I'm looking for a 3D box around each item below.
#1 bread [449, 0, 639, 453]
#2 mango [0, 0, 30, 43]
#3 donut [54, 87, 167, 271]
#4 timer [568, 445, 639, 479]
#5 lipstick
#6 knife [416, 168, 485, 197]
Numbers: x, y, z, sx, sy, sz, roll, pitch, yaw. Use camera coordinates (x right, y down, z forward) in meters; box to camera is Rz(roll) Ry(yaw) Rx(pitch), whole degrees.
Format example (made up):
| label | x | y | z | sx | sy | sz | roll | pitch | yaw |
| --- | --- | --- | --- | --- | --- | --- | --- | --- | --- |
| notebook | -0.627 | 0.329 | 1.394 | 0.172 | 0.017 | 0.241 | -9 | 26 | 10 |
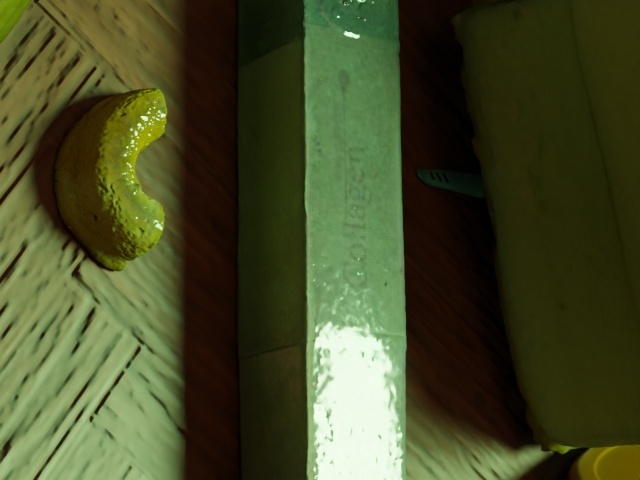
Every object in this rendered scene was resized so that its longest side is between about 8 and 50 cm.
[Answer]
| label | x | y | z | sx | sy | sz | roll | pitch | yaw |
| --- | --- | --- | --- | --- | --- | --- | --- | --- | --- |
| bread | 0.248 | -0.042 | 1.087 | 0.279 | 0.207 | 0.279 | -12 | 92 | -39 |
| mango | -0.237 | -0.122 | 0.811 | 0.331 | 0.142 | 0.195 | -17 | 94 | -40 |
| donut | -0.095 | -0.036 | 0.957 | 0.067 | 0.038 | 0.083 | 46 | 59 | -14 |
| timer | 0.208 | 0.198 | 1.085 | 0.132 | 0.132 | 0.152 | -17 | 111 | -37 |
| lipstick | 0.000 | 0.000 | 0.996 | 0.066 | 0.068 | 0.317 | 9 | 74 | -35 |
| knife | 0.092 | -0.032 | 1.110 | 0.091 | 0.005 | 0.014 | 9 | 75 | -33 |
